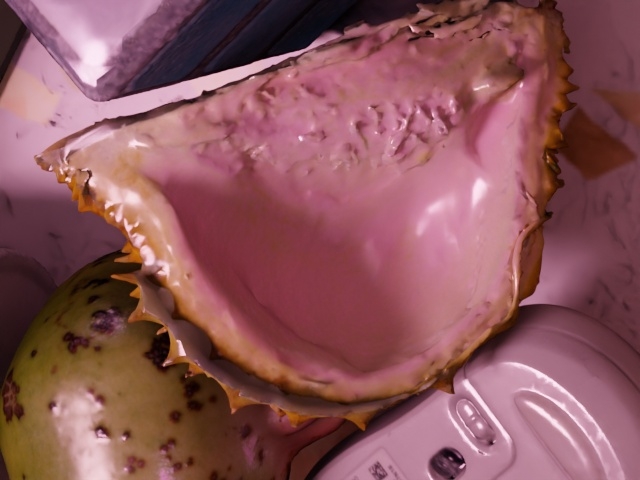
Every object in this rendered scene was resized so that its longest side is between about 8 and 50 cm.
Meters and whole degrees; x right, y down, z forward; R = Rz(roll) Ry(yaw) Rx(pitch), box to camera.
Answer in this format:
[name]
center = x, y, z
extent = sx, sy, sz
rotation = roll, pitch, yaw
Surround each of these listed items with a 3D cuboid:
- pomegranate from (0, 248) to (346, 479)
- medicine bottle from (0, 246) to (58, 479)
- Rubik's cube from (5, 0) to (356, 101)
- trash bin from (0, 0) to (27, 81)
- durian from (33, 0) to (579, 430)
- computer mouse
[pomegranate]
center = -0.071, 0.097, 1.157
extent = 0.248, 0.214, 0.214
rotation = -16, 95, 13
[medicine bottle]
center = -0.376, 0.081, 1.255
extent = 0.384, 0.224, 0.224
rotation = 5, 103, 22
[Rubik's cube]
center = -0.058, -0.290, 1.013
extent = 0.303, 0.301, 0.305
rotation = 48, 115, 5
[trash bin]
center = -0.368, -0.201, 1.238
extent = 0.343, 0.158, 0.223
rotation = 35, 110, 17
[durian]
center = 0.014, 0.006, 1.062
extent = 0.305, 0.185, 0.195
rotation = -15, 68, -17
[computer mouse]
center = 0.108, 0.153, 1.142
extent = 0.184, 0.121, 0.297
rotation = 48, 128, 11
